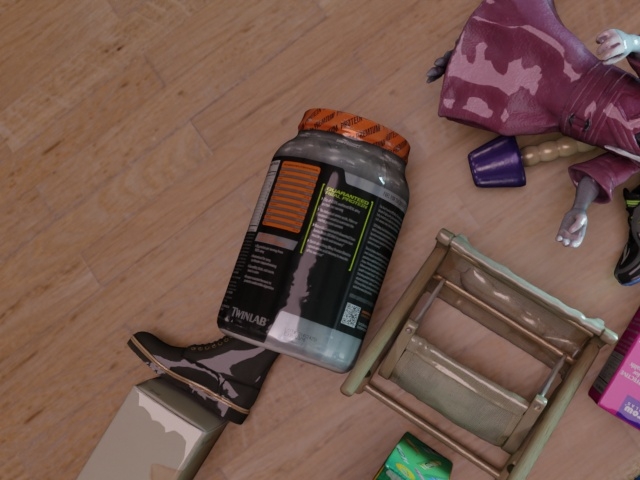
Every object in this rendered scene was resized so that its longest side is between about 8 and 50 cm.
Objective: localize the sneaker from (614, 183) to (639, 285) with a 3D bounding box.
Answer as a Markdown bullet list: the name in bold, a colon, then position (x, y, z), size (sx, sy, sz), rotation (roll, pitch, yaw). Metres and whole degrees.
- **sneaker**: position (0.422, -0.030, 1.285), size (0.078, 0.067, 0.188), rotation (23, 86, -18)

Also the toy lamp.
- **toy lamp**: position (0.335, -0.128, 1.310), size (0.274, 0.080, 0.080), rotation (-14, 85, 6)

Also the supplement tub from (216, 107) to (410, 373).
- **supplement tub**: position (0.000, 0.000, 1.290), size (0.193, 0.193, 0.316), rotation (18, 83, 10)

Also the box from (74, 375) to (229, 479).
- **box**: position (-0.267, 0.351, 1.354), size (0.121, 0.148, 0.311), rotation (32, 94, 8)

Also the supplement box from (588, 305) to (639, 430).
- **supplement box**: position (0.451, 0.140, 1.259), size (0.111, 0.114, 0.220), rotation (30, 94, 9)

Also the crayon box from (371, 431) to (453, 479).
- **crayon box**: position (0.083, 0.345, 1.226), size (0.081, 0.278, 0.165), rotation (33, 93, 11)

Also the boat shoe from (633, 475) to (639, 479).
- **boat shoe**: position (0.505, 0.301, 1.260), size (0.258, 0.109, 0.089), rotation (-39, 89, 22)

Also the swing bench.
- **swing bench**: position (0.203, 0.157, 1.278), size (0.253, 0.165, 0.255), rotation (33, 88, 10)

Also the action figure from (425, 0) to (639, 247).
- **action figure**: position (0.329, -0.164, 1.219), size (0.370, 0.275, 0.248), rotation (33, 120, 16)

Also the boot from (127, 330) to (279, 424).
- **boot**: position (-0.158, 0.150, 1.387), size (0.198, 0.077, 0.137), rotation (33, 88, -4)
